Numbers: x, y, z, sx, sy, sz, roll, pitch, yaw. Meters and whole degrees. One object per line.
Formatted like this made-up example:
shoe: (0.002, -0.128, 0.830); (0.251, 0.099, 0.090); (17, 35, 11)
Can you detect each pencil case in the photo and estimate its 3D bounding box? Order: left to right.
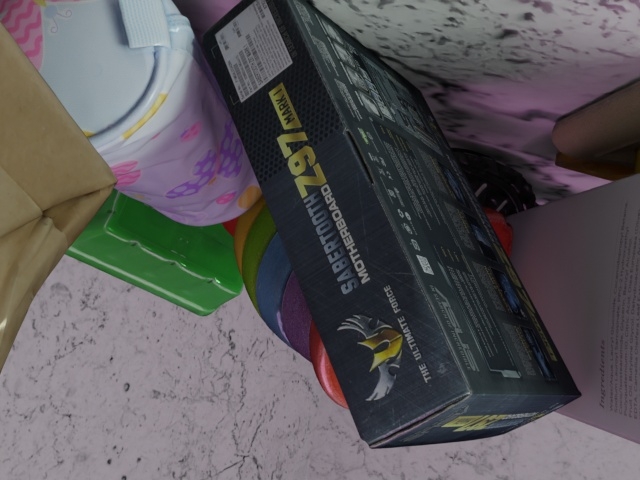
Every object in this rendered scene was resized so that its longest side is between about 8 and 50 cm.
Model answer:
pencil case: (-0.108, -0.081, 0.509); (0.124, 0.113, 0.273); (1, 174, 10)

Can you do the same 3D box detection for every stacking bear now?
stacking bear: (0.000, 0.000, 0.671); (0.164, 0.175, 0.289); (-12, -147, -27)

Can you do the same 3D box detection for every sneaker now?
sneaker: (0.162, -0.020, 0.757); (0.271, 0.100, 0.108); (27, -167, -48)

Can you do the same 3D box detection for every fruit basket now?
fruit basket: (-0.239, -0.025, 1.020); (0.327, 0.165, 0.353); (29, 168, -29)

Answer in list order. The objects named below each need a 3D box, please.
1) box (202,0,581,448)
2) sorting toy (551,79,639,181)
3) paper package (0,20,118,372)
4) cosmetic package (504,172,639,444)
box: (0.044, -0.008, 0.425); (0.059, 0.232, 0.183); (-33, 156, 23)
sorting toy: (0.264, -0.048, 0.477); (0.196, 0.047, 0.348); (11, 175, -6)
paper package: (-0.297, -0.061, 0.278); (0.325, 0.168, 0.309); (8, 151, 21)
cosmetic package: (0.248, 0.051, 0.484); (0.197, 0.155, 0.365); (6, 176, -5)
